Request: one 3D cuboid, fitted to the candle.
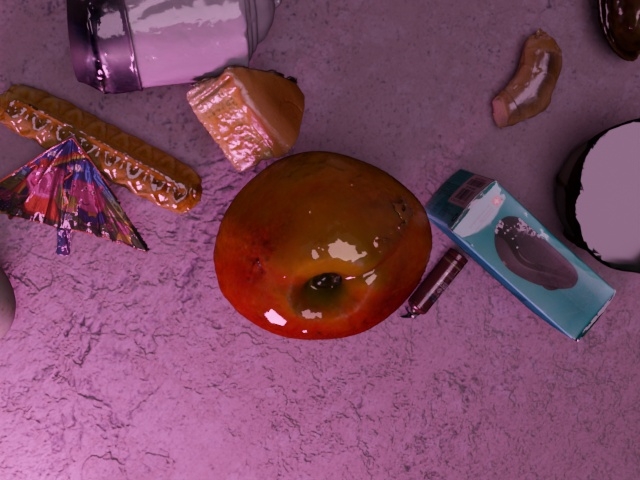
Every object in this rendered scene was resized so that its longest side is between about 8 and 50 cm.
[{"bbox_3d":[-0.218,-0.352,1.371,0.342,0.221,0.221,-7,101,-8],"label":"candle"}]

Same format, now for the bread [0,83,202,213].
[{"bbox_3d":[-0.365,-0.153,1.458,0.367,0.084,0.077,27,139,-11],"label":"bread"}]

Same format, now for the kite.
[{"bbox_3d":[-0.433,-0.073,1.451,0.321,0.016,0.234,14,120,-4],"label":"kite"}]

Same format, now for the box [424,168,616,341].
[{"bbox_3d":[0.344,0.019,1.531,0.311,0.205,0.118,41,95,-12],"label":"box"}]

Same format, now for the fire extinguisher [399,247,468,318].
[{"bbox_3d":[0.208,0.086,1.603,0.158,0.043,0.064,-51,145,3],"label":"fire extinguisher"}]

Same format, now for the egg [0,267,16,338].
[{"bbox_3d":[-0.588,0.089,1.426,0.149,0.149,0.192,-35,100,-1],"label":"egg"}]

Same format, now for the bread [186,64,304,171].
[{"bbox_3d":[-0.114,-0.227,1.422,0.140,0.160,0.169,-22,115,31],"label":"bread"}]

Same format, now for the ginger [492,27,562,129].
[{"bbox_3d":[0.373,-0.282,1.550,0.095,0.069,0.190,24,97,10],"label":"ginger"}]

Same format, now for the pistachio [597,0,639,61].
[{"bbox_3d":[0.561,-0.421,1.525,0.165,0.130,0.210,3,108,-12],"label":"pistachio"}]

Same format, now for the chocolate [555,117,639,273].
[{"bbox_3d":[0.554,-0.088,1.553,0.283,0.186,0.284,0,101,1],"label":"chocolate"}]

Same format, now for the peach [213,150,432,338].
[{"bbox_3d":[0.002,0.002,1.395,0.372,0.372,0.290,-39,106,0],"label":"peach"}]
